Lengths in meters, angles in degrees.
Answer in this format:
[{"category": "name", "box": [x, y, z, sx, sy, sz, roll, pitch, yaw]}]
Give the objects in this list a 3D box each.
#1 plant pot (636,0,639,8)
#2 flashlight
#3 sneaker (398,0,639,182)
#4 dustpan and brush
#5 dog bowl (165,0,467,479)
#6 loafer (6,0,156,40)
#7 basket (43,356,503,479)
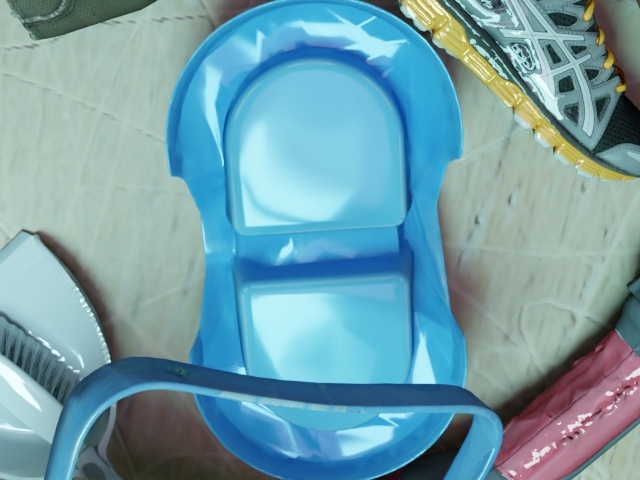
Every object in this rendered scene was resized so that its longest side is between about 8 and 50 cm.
[{"category": "plant pot", "box": [0.281, -0.134, 0.542, 0.275, 0.275, 0.243, -35, 96, 9]}, {"category": "flashlight", "box": [0.144, 0.118, 0.690, 0.103, 0.103, 0.304, 42, 104, -16]}, {"category": "sneaker", "box": [0.126, -0.113, 0.613, 0.215, 0.084, 0.083, 38, 110, -21]}, {"category": "dustpan and brush", "box": [-0.165, 0.118, 0.702, 0.147, 0.060, 0.211, -41, 104, 11]}, {"category": "dog bowl", "box": [0.000, 0.000, 0.663, 0.166, 0.074, 0.297, -4, 107, 0]}, {"category": "loafer", "box": [-0.211, -0.248, 0.544, 0.130, 0.134, 0.366, -36, 105, 9]}, {"category": "basket", "box": [-0.046, 0.197, 0.580, 0.255, 0.201, 0.288, 10, 106, -34]}]
